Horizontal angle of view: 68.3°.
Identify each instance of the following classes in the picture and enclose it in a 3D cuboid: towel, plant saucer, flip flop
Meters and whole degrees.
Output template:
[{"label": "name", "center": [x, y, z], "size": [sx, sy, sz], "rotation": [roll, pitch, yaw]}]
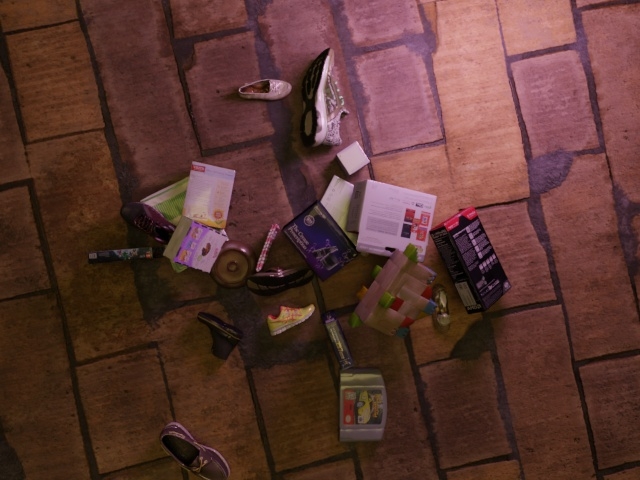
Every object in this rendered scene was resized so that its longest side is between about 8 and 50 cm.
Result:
[{"label": "towel", "center": [-0.539, -0.067, 1.878], "size": [0.247, 0.038, 0.325], "rotation": [-28, 91, -4]}, {"label": "plant saucer", "center": [-0.349, 0.098, 1.873], "size": [0.198, 0.036, 0.199], "rotation": [-1, 97, -9]}, {"label": "flip flop", "center": [-0.164, 0.144, 1.877], "size": [0.276, 0.080, 0.112], "rotation": [-13, 129, -16]}, {"label": "towel", "center": [-0.207, 0.030, 1.843], "size": [0.029, 0.144, 0.197], "rotation": [20, 89, -2]}]

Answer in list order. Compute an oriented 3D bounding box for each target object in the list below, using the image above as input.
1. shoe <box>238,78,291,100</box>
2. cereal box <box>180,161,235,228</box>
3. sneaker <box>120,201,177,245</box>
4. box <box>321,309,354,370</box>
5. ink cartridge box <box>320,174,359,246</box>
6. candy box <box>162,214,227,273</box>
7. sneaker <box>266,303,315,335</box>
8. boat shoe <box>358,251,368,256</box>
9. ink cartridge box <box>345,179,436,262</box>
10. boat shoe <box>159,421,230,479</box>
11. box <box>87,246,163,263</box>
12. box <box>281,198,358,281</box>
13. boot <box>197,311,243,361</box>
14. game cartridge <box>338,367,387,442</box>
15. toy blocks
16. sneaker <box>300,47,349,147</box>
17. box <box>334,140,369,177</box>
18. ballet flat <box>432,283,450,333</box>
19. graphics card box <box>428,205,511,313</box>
[{"label": "shoe", "center": [-0.224, -0.604, 1.894], "size": [0.218, 0.058, 0.077], "rotation": [-7, 90, -4]}, {"label": "cereal box", "center": [-0.441, -0.176, 1.855], "size": [0.172, 0.047, 0.240], "rotation": [12, 81, -14]}, {"label": "sneaker", "center": [-0.635, -0.064, 1.771], "size": [0.281, 0.162, 0.107], "rotation": [28, 87, -5]}, {"label": "box", "center": [0.065, 0.376, 1.810], "size": [0.059, 0.232, 0.184], "rotation": [-21, 90, 0]}, {"label": "ink cartridge box", "center": [0.100, -0.116, 1.913], "size": [0.223, 0.045, 0.223], "rotation": [29, 89, -4]}, {"label": "candy box", "center": [-0.467, 0.018, 1.773], "size": [0.070, 0.196, 0.165], "rotation": [24, 86, 33]}, {"label": "sneaker", "center": [-0.121, 0.296, 1.877], "size": [0.208, 0.081, 0.094], "rotation": [-26, 89, -3]}, {"label": "boat shoe", "center": [0.207, 0.008, 1.921], "size": [0.045, 0.050, 0.135], "rotation": [39, 87, -17]}, {"label": "ink cartridge box", "center": [0.269, -0.071, 1.843], "size": [0.309, 0.130, 0.272], "rotation": [11, 89, -19]}, {"label": "boat shoe", "center": [-0.492, 0.844, 1.837], "size": [0.324, 0.097, 0.117], "rotation": [42, 87, -2]}, {"label": "box", "center": [-0.738, 0.056, 1.803], "size": [0.232, 0.159, 0.044], "rotation": [-5, 89, -3]}, {"label": "box", "center": [0.000, 0.000, 1.846], "size": [0.184, 0.103, 0.261], "rotation": [-38, 99, 7]}, {"label": "boot", "center": [-0.423, 0.382, 1.864], "size": [0.197, 0.077, 0.137], "rotation": [31, 93, -1]}, {"label": "game cartridge", "center": [0.170, 0.665, 1.905], "size": [0.195, 0.060, 0.295], "rotation": [0, 89, -7]}, {"label": "toy blocks", "center": [0.319, 0.220, 1.785], "size": [0.260, 0.191, 0.382], "rotation": [29, 98, -27]}, {"label": "sneaker", "center": [0.030, -0.558, 1.896], "size": [0.181, 0.158, 0.411], "rotation": [8, 86, -34]}, {"label": "box", "center": [0.126, -0.325, 1.897], "size": [0.101, 0.087, 0.102], "rotation": [-33, 91, -3]}, {"label": "ballet flat", "center": [0.493, 0.282, 1.921], "size": [0.073, 0.067, 0.206], "rotation": [-11, 90, -4]}, {"label": "graphics card box", "center": [0.596, 0.075, 1.865], "size": [0.232, 0.094, 0.371], "rotation": [-27, 91, -40]}]
